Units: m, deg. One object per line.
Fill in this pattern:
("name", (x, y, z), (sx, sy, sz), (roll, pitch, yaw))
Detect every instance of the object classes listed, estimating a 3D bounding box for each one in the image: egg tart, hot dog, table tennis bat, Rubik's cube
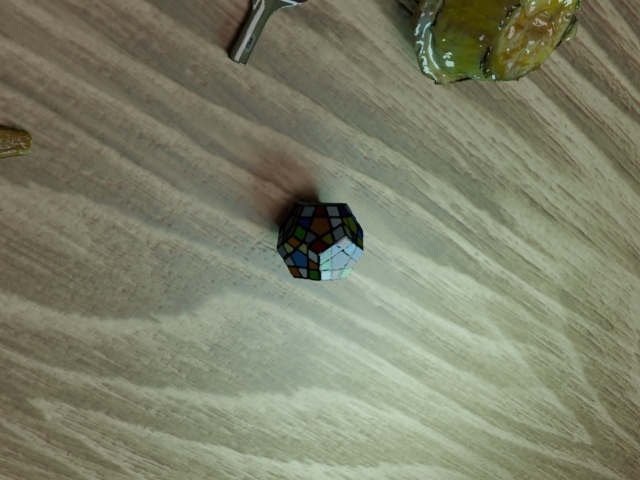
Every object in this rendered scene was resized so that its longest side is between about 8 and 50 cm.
("egg tart", (0.269, -0.325, 2.009), (0.315, 0.120, 0.315), (-29, 147, -21))
("hot dog", (-0.424, -0.122, 1.773), (0.137, 0.028, 0.044), (0, 95, -38))
("table tennis bat", (-0.057, -0.343, 1.875), (0.138, 0.022, 0.246), (16, 109, -40))
("Rubik's cube", (0.000, 0.000, 2.098), (0.112, 0.133, 0.133), (-41, 142, -40))
